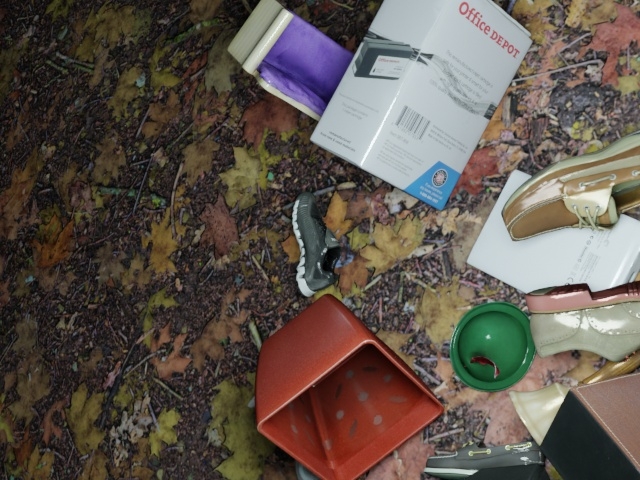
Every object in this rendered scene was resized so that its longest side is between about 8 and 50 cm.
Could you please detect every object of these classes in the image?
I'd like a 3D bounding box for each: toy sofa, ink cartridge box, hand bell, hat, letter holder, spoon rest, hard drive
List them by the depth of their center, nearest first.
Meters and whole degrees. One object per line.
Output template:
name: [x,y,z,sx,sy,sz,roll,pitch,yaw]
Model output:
letter holder: [0.534,0.367,1.641,0.302,0.215,0.152,54,142,40]
hand bell: [0.457,0.249,1.780,0.242,0.126,0.126,-34,55,11]
hat: [0.277,0.174,1.880,0.209,0.184,0.172,-3,72,39]
hard drive: [0.434,0.013,1.905,0.308,0.040,0.203,30,94,42]
ink cartridge box: [0.203,-0.297,2.044,0.166,0.285,0.394,32,95,42]
spoon rest: [-0.033,0.414,2.139,0.276,0.084,0.137,47,107,26]
toy sofa: [0.000,-0.346,2.182,0.150,0.363,0.177,-52,43,12]

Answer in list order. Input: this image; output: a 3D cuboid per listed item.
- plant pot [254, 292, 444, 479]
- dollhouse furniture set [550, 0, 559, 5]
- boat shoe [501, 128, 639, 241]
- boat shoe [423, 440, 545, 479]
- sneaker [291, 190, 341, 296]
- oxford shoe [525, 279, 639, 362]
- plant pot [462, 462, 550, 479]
plant pot: [0.030,0.265,2.002,0.267,0.267,0.235,-39,36,9]
dollhouse furniture set: [0.495,-0.568,2.004,0.184,0.129,0.129,-22,62,33]
boat shoe: [0.474,-0.080,1.804,0.324,0.122,0.119,-27,50,12]
boat shoe: [0.292,0.392,1.865,0.228,0.081,0.068,-7,67,31]
sneaker: [0.000,0.000,2.251,0.106,0.078,0.234,-15,69,32]
oxford shoe: [0.522,0.135,1.734,0.348,0.123,0.130,-4,95,23]
plant pot: [0.312,0.475,1.729,0.187,0.167,0.188,-16,107,38]
